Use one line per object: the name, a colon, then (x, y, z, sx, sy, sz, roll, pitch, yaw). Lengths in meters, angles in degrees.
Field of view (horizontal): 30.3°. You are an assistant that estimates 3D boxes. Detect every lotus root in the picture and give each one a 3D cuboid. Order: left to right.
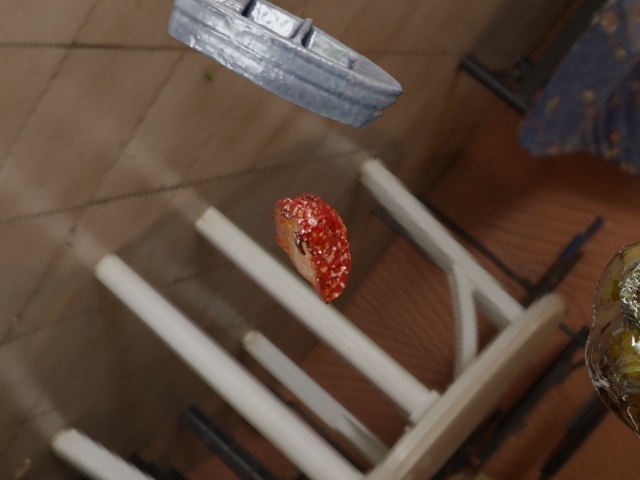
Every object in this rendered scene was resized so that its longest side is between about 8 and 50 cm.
lotus root: (0.380, 0.120, 1.265, 0.179, 0.195, 0.397, -11, 153, 18)

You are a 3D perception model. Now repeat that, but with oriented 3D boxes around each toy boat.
toy boat: (-0.041, -0.217, 1.350, 0.078, 0.283, 0.127, -60, -175, 20)

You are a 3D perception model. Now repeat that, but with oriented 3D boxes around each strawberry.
strawberry: (0.000, 0.000, 1.418, 0.082, 0.121, 0.188, -32, 161, -10)
